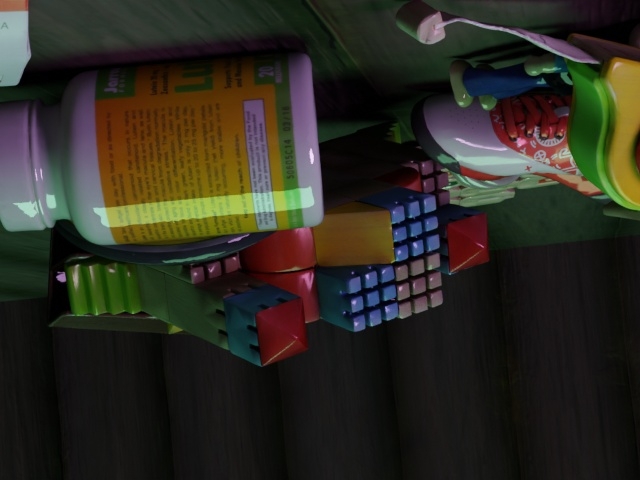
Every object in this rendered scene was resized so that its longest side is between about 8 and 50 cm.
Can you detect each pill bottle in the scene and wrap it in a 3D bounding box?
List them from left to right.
[{"bbox_3d":[-0.124,-0.068,1.291,0.245,0.136,0.136,-5,175,0],"label":"pill bottle"}]

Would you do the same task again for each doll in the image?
[{"bbox_3d":[0.197,-0.139,1.341,0.189,0.046,0.129,-9,175,37],"label":"doll"}]

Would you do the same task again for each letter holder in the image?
[{"bbox_3d":[-0.174,0.032,2.102,0.302,0.152,0.214,4,170,-19],"label":"letter holder"}]

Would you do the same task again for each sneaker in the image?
[{"bbox_3d":[0.225,-0.112,1.521,0.270,0.090,0.145,13,146,-29],"label":"sneaker"}]

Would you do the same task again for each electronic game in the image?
[{"bbox_3d":[-0.117,-0.050,1.412,0.229,0.048,0.229,-5,-146,3],"label":"electronic game"}]

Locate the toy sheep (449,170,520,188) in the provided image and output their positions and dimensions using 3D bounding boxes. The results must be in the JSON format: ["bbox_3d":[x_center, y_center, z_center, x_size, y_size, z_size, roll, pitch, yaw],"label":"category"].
[{"bbox_3d":[0.159,-0.090,1.634,0.091,0.091,0.132,-4,-161,-19],"label":"toy sheep"}]

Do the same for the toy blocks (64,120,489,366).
[{"bbox_3d":[0.000,0.000,1.495,0.381,0.191,0.261,-18,-158,-33],"label":"toy blocks"}]

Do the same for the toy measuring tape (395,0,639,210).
[{"bbox_3d":[0.191,-0.089,1.226,0.330,0.121,0.121,9,169,-28],"label":"toy measuring tape"}]

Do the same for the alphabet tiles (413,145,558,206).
[{"bbox_3d":[0.165,-0.076,1.974,0.278,0.021,0.284,-9,168,2],"label":"alphabet tiles"}]

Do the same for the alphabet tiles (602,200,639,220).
[{"bbox_3d":[0.400,-0.087,1.331,0.342,0.011,0.285,-29,-158,-28],"label":"alphabet tiles"}]

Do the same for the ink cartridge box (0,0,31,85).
[{"bbox_3d":[-0.250,-0.127,1.031,0.145,0.045,0.179,-4,177,-16],"label":"ink cartridge box"}]
